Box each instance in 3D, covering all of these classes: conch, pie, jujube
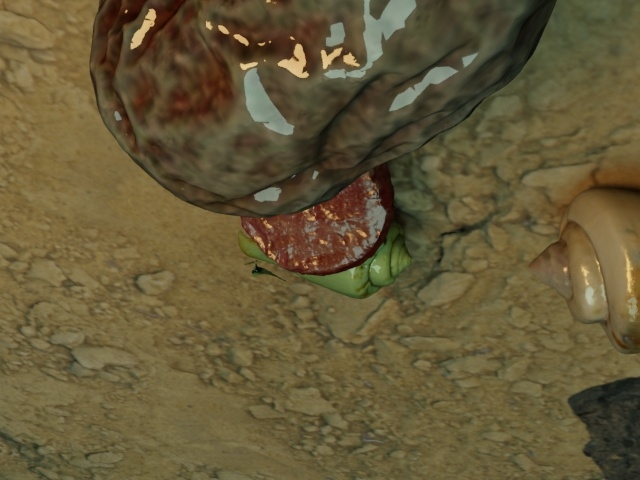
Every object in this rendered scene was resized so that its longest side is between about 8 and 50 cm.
[{"bbox_3d":[0.000,0.000,0.985,0.170,0.079,0.106,5,130,16],"label":"conch"},{"bbox_3d":[-0.005,-0.041,0.908,0.154,0.036,0.155,9,114,21],"label":"pie"},{"bbox_3d":[0.001,-0.147,0.663,0.226,0.226,0.317,35,133,-26],"label":"jujube"},{"bbox_3d":[0.298,0.039,0.885,0.255,0.127,0.158,7,145,15],"label":"conch"}]
